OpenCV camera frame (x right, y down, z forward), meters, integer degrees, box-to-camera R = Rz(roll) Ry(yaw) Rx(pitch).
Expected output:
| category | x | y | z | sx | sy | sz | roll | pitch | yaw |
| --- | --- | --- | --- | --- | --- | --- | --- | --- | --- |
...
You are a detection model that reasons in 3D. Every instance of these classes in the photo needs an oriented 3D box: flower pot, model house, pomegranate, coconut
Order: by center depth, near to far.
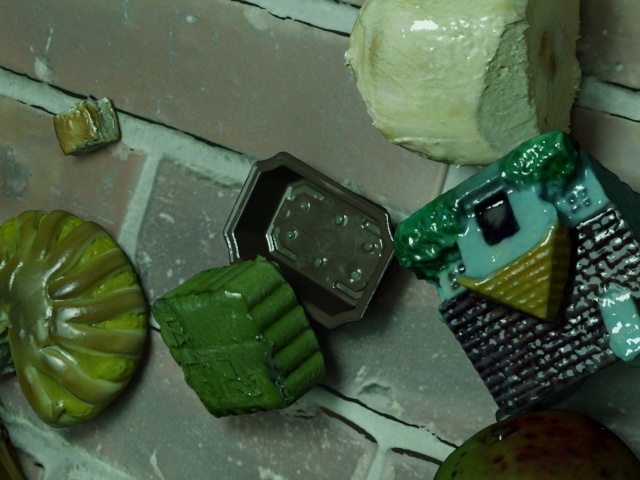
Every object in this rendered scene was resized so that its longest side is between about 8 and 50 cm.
| category | x | y | z | sx | sy | sz | roll | pitch | yaw |
| --- | --- | --- | --- | --- | --- | --- | --- | --- | --- |
| model house | 0.260 | 0.065 | 1.712 | 0.280 | 0.230 | 0.249 | -34 | 49 | 26 |
| pomegranate | 0.261 | 0.358 | 1.728 | 0.290 | 0.291 | 0.323 | 8 | 123 | 30 |
| coconut | 0.170 | -0.234 | 1.781 | 0.254 | 0.297 | 0.297 | 4 | 90 | 28 |
| flower pot | 0.000 | 0.000 | 1.982 | 0.251 | 0.084 | 0.179 | 31 | 103 | 26 |

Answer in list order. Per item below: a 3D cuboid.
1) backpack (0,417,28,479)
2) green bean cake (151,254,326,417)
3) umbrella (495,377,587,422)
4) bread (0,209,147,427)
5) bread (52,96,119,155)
| category | x | y | z | sx | sy | sz | roll | pitch | yaw |
| --- | --- | --- | --- | --- | --- | --- | --- | --- | --- |
| backpack | -0.551 | 0.354 | 2.147 | 0.201 | 0.353 | 0.378 | -16 | 75 | 3 |
| green bean cake | -0.107 | 0.135 | 1.967 | 0.214 | 0.113 | 0.200 | -11 | 110 | 47 |
| umbrella | 0.313 | 0.153 | 1.812 | 0.250 | 0.053 | 0.052 | -44 | 67 | 20 |
| bread | -0.409 | 0.106 | 2.168 | 0.333 | 0.160 | 0.333 | -2 | 86 | 28 |
| bread | -0.350 | -0.171 | 2.197 | 0.083 | 0.076 | 0.070 | -19 | 90 | 28 |
